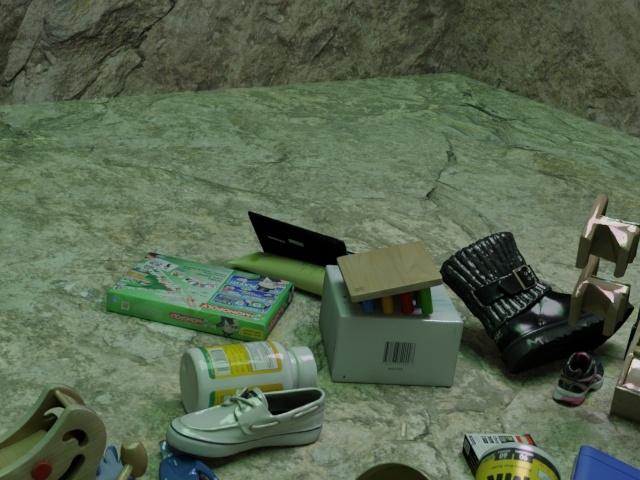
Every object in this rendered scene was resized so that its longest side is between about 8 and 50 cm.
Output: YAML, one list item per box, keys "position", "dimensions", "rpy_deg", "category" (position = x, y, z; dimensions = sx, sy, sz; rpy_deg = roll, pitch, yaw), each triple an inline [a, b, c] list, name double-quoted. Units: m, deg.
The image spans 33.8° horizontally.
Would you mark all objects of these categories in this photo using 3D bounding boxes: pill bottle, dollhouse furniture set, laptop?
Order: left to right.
- position: [-0.117, 0.225, 1.730]
  dimensions: [0.208, 0.117, 0.117]
  rpy_deg: [-4, 24, -24]
  category: "pill bottle"
- position: [0.000, 0.000, 2.291]
  dimensions: [0.234, 0.264, 0.136]
  rpy_deg: [17, 61, 25]
  category: "laptop"
- position: [0.255, 0.383, 1.412]
  dimensions: [0.119, 0.119, 0.208]
  rpy_deg: [11, 38, 10]
  category: "pill bottle"
- position: [0.632, 0.103, 1.804]
  dimensions: [0.362, 0.394, 0.256]
  rpy_deg: [15, 44, 20]
  category: "dollhouse furniture set"

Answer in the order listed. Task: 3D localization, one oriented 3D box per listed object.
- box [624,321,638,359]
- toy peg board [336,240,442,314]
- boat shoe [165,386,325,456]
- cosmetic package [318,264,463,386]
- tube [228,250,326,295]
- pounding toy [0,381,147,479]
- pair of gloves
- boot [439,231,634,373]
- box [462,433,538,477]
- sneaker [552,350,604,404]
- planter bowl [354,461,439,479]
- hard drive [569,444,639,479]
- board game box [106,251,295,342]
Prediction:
- position: [0.708, 0.199, 2.096]
  dimensions: [0.147, 0.077, 0.180]
  rpy_deg: [20, 25, 28]
  category: "box"
- position: [0.124, 0.081, 1.875]
  dimensions: [0.161, 0.079, 0.161]
  rpy_deg: [-12, 24, -4]
  category: "toy peg board"
- position: [-0.108, 0.271, 1.629]
  dimensions: [0.268, 0.088, 0.096]
  rpy_deg: [2, 21, -28]
  category: "boat shoe"
- position: [0.124, 0.153, 1.956]
  dimensions: [0.224, 0.138, 0.224]
  rpy_deg: [4, 21, -9]
  category: "cosmetic package"
- position: [-0.074, 0.062, 2.228]
  dimensions: [0.240, 0.062, 0.070]
  rpy_deg: [15, -17, 32]
  category: "tube"
- position: [-0.354, 0.298, 1.402]
  dimensions: [0.270, 0.154, 0.155]
  rpy_deg: [-18, 32, -32]
  category: "pounding toy"
- position: [-0.249, 0.343, 1.531]
  dimensions: [0.198, 0.023, 0.159]
  rpy_deg: [0, 25, -15]
  category: "pair of gloves"
- position: [0.426, 0.099, 2.056]
  dimensions: [0.348, 0.131, 0.260]
  rpy_deg: [-10, 53, -34]
  category: "boot"
- position: [0.301, 0.367, 1.615]
  dimensions: [0.114, 0.036, 0.207]
  rpy_deg: [3, 22, -11]
  category: "box"
- position: [0.486, 0.236, 1.939]
  dimensions: [0.072, 0.077, 0.178]
  rpy_deg: [17, 23, 20]
  category: "sneaker"
- position: [0.120, 0.379, 1.404]
  dimensions: [0.162, 0.162, 0.109]
  rpy_deg: [24, 1, 35]
  category: "planter bowl"
- position: [0.440, 0.421, 1.469]
  dimensions: [0.210, 0.040, 0.319]
  rpy_deg: [25, 25, 10]
  category: "hard drive"
- position: [-0.232, 0.109, 2.077]
  dimensions: [0.317, 0.046, 0.213]
  rpy_deg: [12, 23, 11]
  category: "board game box"
